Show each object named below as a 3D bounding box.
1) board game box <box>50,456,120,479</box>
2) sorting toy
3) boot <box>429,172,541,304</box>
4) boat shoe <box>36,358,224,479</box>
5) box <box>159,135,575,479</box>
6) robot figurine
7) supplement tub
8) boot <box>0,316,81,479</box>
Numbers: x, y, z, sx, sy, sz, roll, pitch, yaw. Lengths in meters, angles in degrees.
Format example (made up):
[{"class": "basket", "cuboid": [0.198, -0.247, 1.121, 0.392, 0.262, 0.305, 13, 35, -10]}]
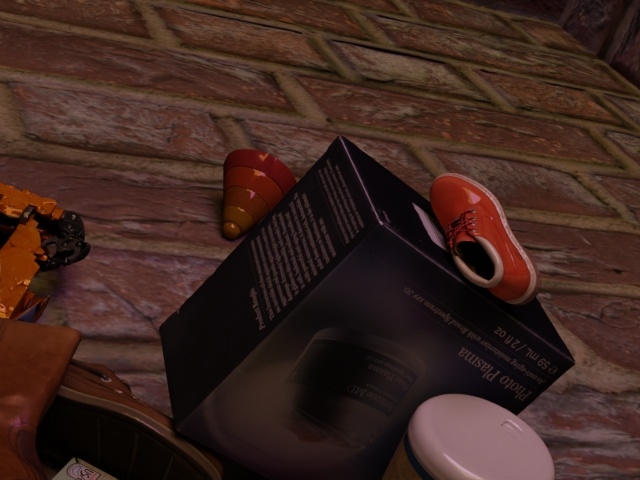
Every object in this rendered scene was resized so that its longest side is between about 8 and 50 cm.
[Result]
[{"class": "board game box", "cuboid": [-0.202, 0.326, 0.965, 0.213, 0.046, 0.317, 25, 27, 9]}, {"class": "sorting toy", "cuboid": [0.000, 0.000, 1.696, 0.366, 0.127, 0.126, 26, 56, 2]}, {"class": "boot", "cuboid": [0.144, -0.010, 1.099, 0.085, 0.059, 0.158, 14, 36, -51]}, {"class": "boat shoe", "cuboid": [-0.228, 0.171, 1.157, 0.307, 0.110, 0.104, 24, 28, 5]}, {"class": "box", "cuboid": [0.043, 0.109, 1.183, 0.296, 0.294, 0.182, 34, 20, -30]}, {"class": "robot figurine", "cuboid": [-0.394, 0.021, 1.344, 0.211, 0.085, 0.291, 20, 27, -4]}, {"class": "supplement tub", "cuboid": [0.122, 0.264, 1.104, 0.144, 0.199, 0.144, 17, 28, -9]}, {"class": "boot", "cuboid": [-0.253, 0.184, 1.024, 0.264, 0.096, 0.280, 2, 34, 1]}]
